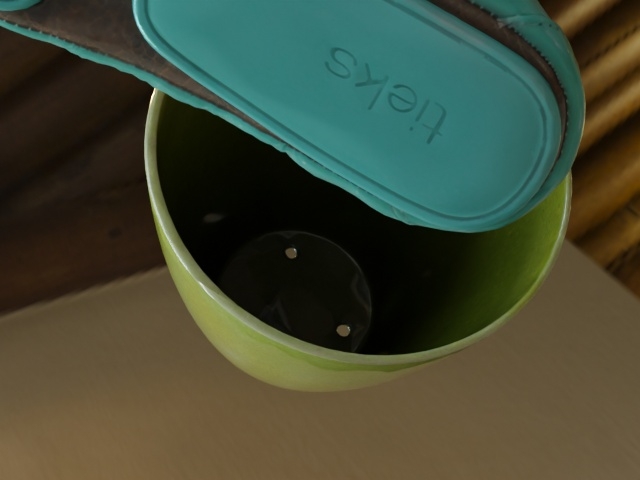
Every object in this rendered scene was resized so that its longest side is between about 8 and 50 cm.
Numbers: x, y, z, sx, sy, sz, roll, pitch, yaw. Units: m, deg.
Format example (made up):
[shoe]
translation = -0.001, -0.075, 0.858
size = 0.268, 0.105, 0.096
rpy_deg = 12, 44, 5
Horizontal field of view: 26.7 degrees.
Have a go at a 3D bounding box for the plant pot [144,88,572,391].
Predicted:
[plant pot]
translation = 0.000, 0.000, 0.980
size = 0.275, 0.274, 0.293
rpy_deg = -15, -18, -17

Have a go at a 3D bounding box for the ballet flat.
[ballet flat]
translation = -0.044, -0.085, 0.341
size = 0.247, 0.087, 0.083
rpy_deg = 31, -69, -6
